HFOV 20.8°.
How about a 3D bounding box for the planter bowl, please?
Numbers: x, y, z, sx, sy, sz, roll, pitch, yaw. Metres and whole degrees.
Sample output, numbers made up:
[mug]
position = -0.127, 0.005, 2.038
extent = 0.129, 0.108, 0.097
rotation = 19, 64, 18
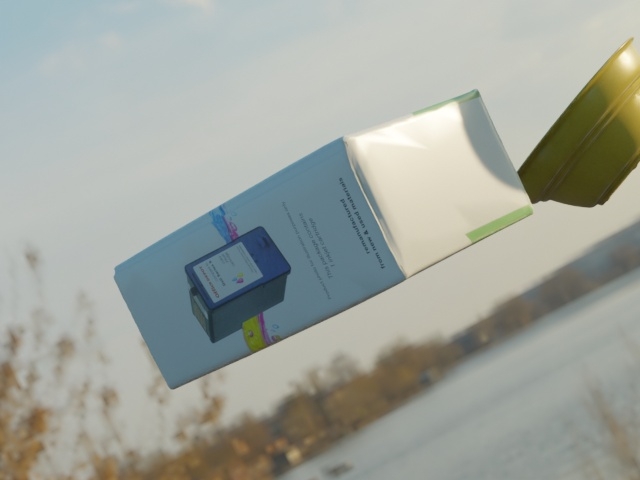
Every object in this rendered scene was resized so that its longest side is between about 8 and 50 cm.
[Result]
[planter bowl]
position = 0.290, -0.100, 1.816
extent = 0.217, 0.090, 0.217
rotation = -49, -7, -8

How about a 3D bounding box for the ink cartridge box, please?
[ink cartridge box]
position = 0.000, 0.000, 1.080
extent = 0.212, 0.093, 0.154
rotation = -25, -1, 39
